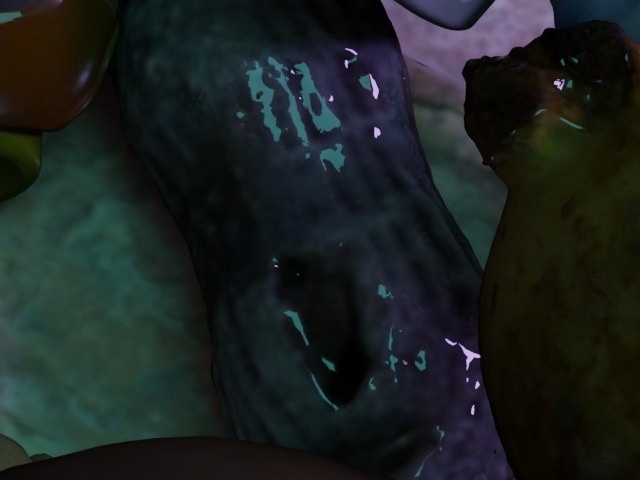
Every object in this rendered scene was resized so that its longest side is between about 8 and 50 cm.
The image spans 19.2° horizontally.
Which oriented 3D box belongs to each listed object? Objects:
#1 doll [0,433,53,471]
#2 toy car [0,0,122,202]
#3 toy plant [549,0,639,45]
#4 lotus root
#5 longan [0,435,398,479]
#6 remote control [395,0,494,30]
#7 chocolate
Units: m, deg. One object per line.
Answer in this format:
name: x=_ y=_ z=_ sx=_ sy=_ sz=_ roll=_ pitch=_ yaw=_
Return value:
doll: x=-0.132 y=0.065 z=0.619 sx=0.093 sy=0.051 sz=0.061 roll=47 pitch=34 yaw=0
toy car: x=-0.161 y=-0.116 z=0.589 sx=0.235 sy=0.235 sz=0.145 roll=3 pitch=68 yaw=-18
toy plant: x=0.195 y=0.009 z=0.665 sx=0.247 sy=0.247 sz=0.332 roll=-34 pitch=79 yaw=-27
lotus root: x=0.125 y=0.047 z=0.502 sx=0.145 sy=0.128 sz=0.260 roll=-37 pitch=82 yaw=7
longan: x=-0.031 y=0.194 z=0.473 sx=0.297 sy=0.297 sz=0.297 roll=7 pitch=67 yaw=-16
remote control: x=-0.081 y=-0.191 z=0.666 sx=0.344 sy=0.145 sz=0.050 roll=38 pitch=100 yaw=12
chocolate: x=0.000 y=0.000 z=0.664 sx=0.110 sy=0.110 sz=0.248 roll=-11 pitch=73 yaw=-23
